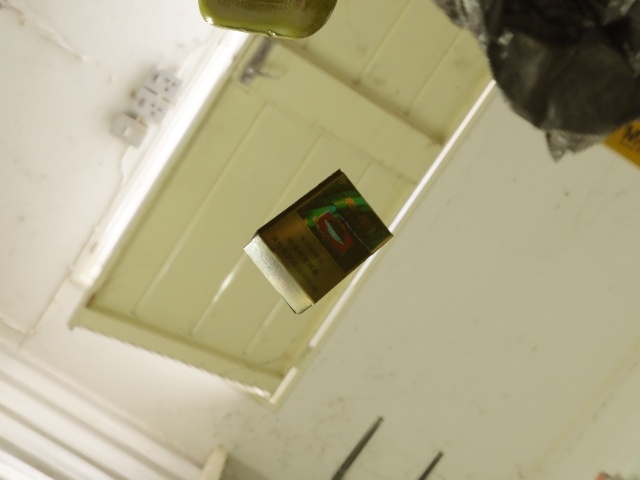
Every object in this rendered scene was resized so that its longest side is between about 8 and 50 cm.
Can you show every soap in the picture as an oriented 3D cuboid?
[{"bbox_3d":[-0.046,-0.227,0.847,0.140,0.088,0.045,14,173,23],"label":"soap"}]

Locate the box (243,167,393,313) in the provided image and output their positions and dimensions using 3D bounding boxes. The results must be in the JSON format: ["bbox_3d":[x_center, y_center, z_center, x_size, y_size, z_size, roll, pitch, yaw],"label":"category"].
[{"bbox_3d":[0.000,0.000,1.636,0.159,0.071,0.240,50,-128,1],"label":"box"}]
